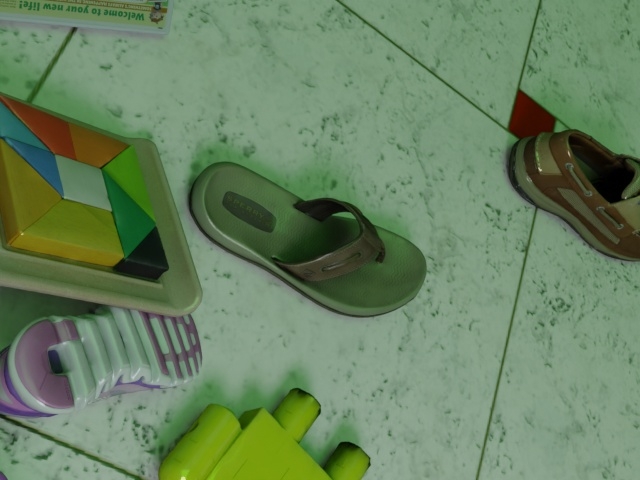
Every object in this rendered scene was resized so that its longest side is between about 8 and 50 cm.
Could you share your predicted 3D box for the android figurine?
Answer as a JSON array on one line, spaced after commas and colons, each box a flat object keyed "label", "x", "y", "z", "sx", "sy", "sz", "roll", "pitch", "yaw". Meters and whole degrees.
[{"label": "android figurine", "x": -0.058, "y": 0.284, "z": 0.846, "sx": 0.248, "sy": 0.056, "sz": 0.273, "roll": 50, "pitch": 52, "yaw": -10}]

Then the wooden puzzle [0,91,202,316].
[{"label": "wooden puzzle", "x": -0.225, "y": -0.042, "z": 0.774, "sx": 0.239, "sy": 0.044, "sz": 0.220, "roll": 13, "pitch": 45, "yaw": -45}]

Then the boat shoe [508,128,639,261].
[{"label": "boat shoe", "x": 0.423, "y": -0.064, "z": 1.247, "sx": 0.324, "sy": 0.120, "sz": 0.122, "roll": 23, "pitch": 63, "yaw": -26}]

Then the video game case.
[{"label": "video game case", "x": -0.240, "y": -0.313, "z": 0.868, "sx": 0.213, "sy": 0.023, "sz": 0.193, "roll": -4, "pitch": 119, "yaw": -35}]

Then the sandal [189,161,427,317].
[{"label": "sandal", "x": -0.001, "y": 0.001, "z": 0.958, "sx": 0.303, "sy": 0.086, "sz": 0.120, "roll": 23, "pitch": 63, "yaw": -26}]

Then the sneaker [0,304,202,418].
[{"label": "sneaker", "x": -0.208, "y": 0.109, "z": 0.784, "sx": 0.236, "sy": 0.105, "sz": 0.095, "roll": -4, "pitch": 72, "yaw": -58}]

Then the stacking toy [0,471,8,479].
[{"label": "stacking toy", "x": -0.296, "y": 0.231, "z": 0.660, "sx": 0.166, "sy": 0.175, "sz": 0.301, "roll": 18, "pitch": 46, "yaw": -49}]
